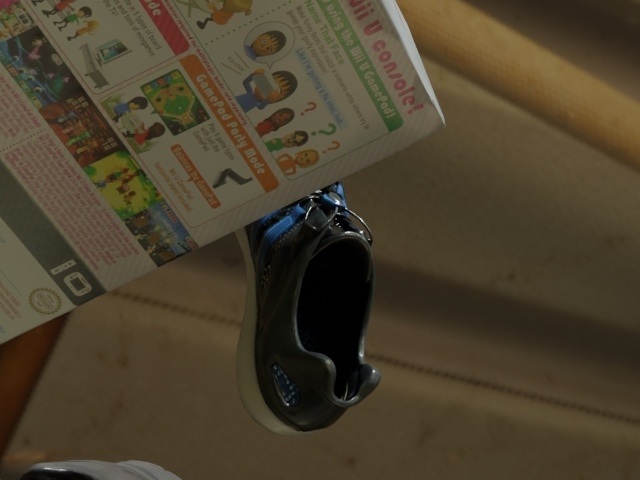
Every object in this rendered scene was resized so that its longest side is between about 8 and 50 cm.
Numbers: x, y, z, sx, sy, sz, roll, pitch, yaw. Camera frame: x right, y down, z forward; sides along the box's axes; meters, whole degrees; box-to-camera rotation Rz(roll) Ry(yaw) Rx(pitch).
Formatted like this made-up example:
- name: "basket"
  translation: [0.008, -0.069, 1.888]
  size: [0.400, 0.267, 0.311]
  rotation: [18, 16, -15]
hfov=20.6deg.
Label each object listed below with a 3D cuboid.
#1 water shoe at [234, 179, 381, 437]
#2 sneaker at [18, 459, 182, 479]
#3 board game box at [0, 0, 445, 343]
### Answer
- name: "water shoe"
  translation: [0.000, 0.000, 0.916]
  size: [0.073, 0.203, 0.080]
  rotation: [12, -27, -36]
- name: "sneaker"
  translation: [-0.084, 0.217, 1.105]
  size: [0.130, 0.286, 0.109]
  rotation: [26, -96, -54]
- name: "board game box"
  translation: [-0.126, -0.085, 0.792]
  size: [0.303, 0.097, 0.224]
  rotation: [-24, -45, 8]
